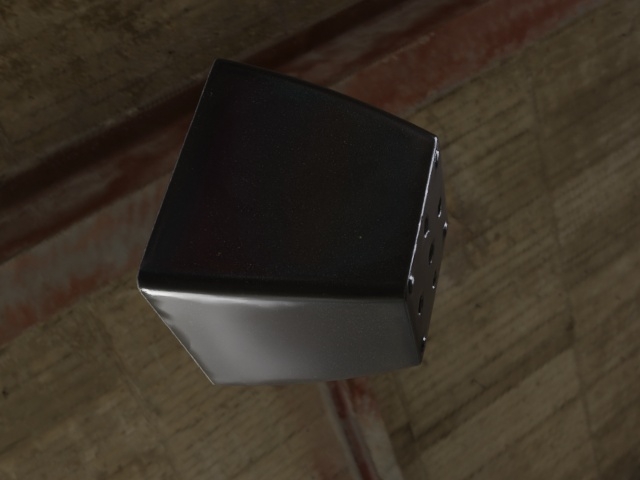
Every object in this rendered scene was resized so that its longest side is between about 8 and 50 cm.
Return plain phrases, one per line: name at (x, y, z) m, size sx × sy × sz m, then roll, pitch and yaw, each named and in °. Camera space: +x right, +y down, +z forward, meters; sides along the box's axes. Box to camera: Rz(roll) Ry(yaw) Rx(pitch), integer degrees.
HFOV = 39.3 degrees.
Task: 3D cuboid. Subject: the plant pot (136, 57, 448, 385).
plant pot at (0.000, 0.000, 0.653) m, size 0.187 × 0.167 × 0.188 m, roll 71°, pitch -151°, yaw -59°
